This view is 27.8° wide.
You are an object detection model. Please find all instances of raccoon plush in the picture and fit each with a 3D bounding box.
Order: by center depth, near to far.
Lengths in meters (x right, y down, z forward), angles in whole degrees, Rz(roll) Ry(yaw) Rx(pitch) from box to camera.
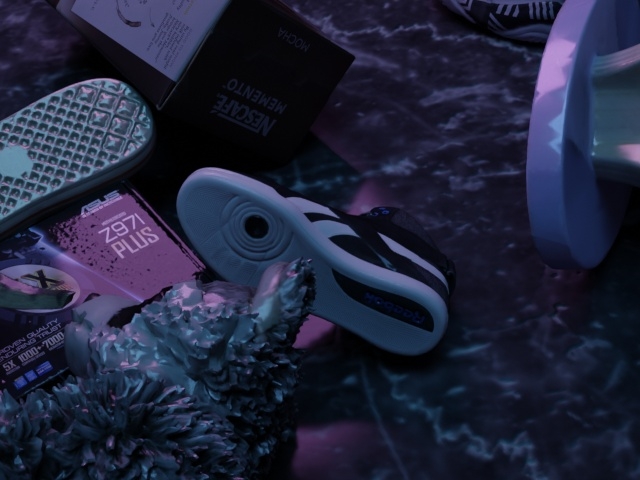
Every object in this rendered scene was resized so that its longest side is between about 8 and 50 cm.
[{"bbox_3d":[-0.057,0.220,0.782,0.299,0.216,0.446,-23,76,-34],"label":"raccoon plush"}]

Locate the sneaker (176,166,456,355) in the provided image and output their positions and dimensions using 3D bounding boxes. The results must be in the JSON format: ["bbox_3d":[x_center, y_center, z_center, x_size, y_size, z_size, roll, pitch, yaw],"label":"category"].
[{"bbox_3d":[0.000,0.000,0.972,0.216,0.079,0.121,31,27,-4],"label":"sneaker"}]

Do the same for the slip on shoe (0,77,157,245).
[{"bbox_3d":[-0.285,-0.027,1.026,0.331,0.101,0.123,-25,73,-17],"label":"slip on shoe"}]

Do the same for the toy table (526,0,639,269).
[{"bbox_3d":[0.266,-0.095,0.968,0.160,0.252,0.274,1,56,29],"label":"toy table"}]

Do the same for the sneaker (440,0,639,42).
[{"bbox_3d":[0.270,-0.287,1.156,0.365,0.210,0.137,13,49,18],"label":"sneaker"}]

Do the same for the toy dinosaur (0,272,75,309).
[{"bbox_3d":[-0.252,0.026,0.857,0.268,0.064,0.118,36,96,50],"label":"toy dinosaur"}]

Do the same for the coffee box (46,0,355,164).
[{"bbox_3d":[-0.133,-0.207,1.136,0.297,0.168,0.119,43,103,37],"label":"coffee box"}]

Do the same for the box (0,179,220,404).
[{"bbox_3d":[-0.180,0.057,0.968,0.180,0.078,0.147,-29,49,-20],"label":"box"}]
